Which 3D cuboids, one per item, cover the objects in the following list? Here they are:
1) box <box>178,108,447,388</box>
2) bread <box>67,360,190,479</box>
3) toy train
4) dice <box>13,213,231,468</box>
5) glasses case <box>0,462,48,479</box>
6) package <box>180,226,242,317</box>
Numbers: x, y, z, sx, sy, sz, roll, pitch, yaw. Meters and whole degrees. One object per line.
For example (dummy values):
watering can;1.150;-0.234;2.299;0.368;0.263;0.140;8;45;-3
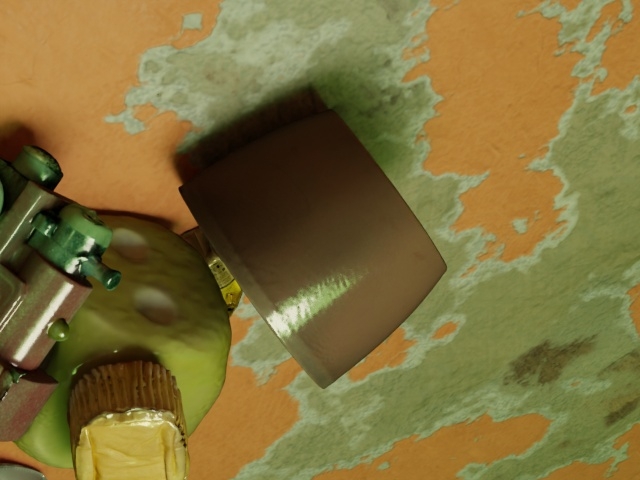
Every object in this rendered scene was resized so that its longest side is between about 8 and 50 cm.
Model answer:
box;0.000;0.000;1.797;0.216;0.301;0.301;-34;144;2
bread;-0.216;0.219;1.684;0.132;0.114;0.190;-5;130;-11
toy train;-0.350;0.054;1.637;0.304;0.221;0.150;-55;159;3
dice;-0.266;0.123;1.821;0.227;0.233;0.238;6;131;-36
glasses case;-0.536;0.423;2.140;0.308;0.083;0.128;-33;144;7
package;-0.136;0.042;1.941;0.047;0.071;0.131;-29;142;-3
